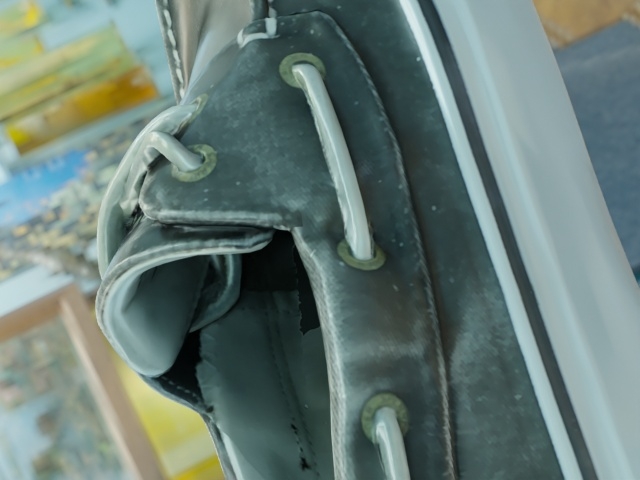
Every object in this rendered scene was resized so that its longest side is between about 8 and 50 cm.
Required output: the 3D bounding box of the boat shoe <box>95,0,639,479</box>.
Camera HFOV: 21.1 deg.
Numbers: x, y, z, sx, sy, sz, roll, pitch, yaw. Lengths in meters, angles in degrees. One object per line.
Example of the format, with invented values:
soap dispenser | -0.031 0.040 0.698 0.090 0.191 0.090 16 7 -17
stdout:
boat shoe | 0.000 0.000 0.450 0.121 0.119 0.335 111 144 -48
